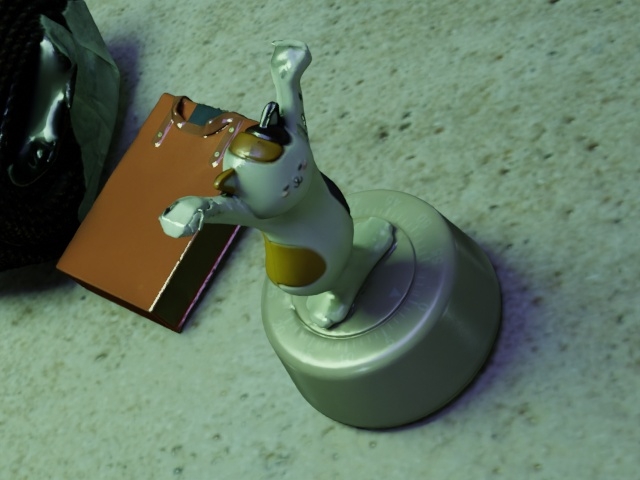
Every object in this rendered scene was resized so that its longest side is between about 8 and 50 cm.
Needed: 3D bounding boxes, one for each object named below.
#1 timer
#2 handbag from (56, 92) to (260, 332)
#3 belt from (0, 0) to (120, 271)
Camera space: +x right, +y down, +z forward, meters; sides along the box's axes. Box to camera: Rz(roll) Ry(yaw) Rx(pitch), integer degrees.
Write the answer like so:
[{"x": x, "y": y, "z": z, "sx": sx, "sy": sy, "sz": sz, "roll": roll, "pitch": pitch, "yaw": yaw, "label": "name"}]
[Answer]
[{"x": 0.000, "y": 0.000, "z": 0.869, "sx": 0.175, "sy": 0.266, "sz": 0.175, "roll": -14, "pitch": 55, "yaw": 21, "label": "timer"}, {"x": -0.127, "y": -0.029, "z": 1.097, "sx": 0.127, "sy": 0.063, "sz": 0.190, "roll": 20, "pitch": 75, "yaw": 37, "label": "handbag"}, {"x": -0.278, "y": -0.106, "z": 1.145, "sx": 0.164, "sy": 0.184, "sz": 0.289, "roll": -12, "pitch": 55, "yaw": 32, "label": "belt"}]
